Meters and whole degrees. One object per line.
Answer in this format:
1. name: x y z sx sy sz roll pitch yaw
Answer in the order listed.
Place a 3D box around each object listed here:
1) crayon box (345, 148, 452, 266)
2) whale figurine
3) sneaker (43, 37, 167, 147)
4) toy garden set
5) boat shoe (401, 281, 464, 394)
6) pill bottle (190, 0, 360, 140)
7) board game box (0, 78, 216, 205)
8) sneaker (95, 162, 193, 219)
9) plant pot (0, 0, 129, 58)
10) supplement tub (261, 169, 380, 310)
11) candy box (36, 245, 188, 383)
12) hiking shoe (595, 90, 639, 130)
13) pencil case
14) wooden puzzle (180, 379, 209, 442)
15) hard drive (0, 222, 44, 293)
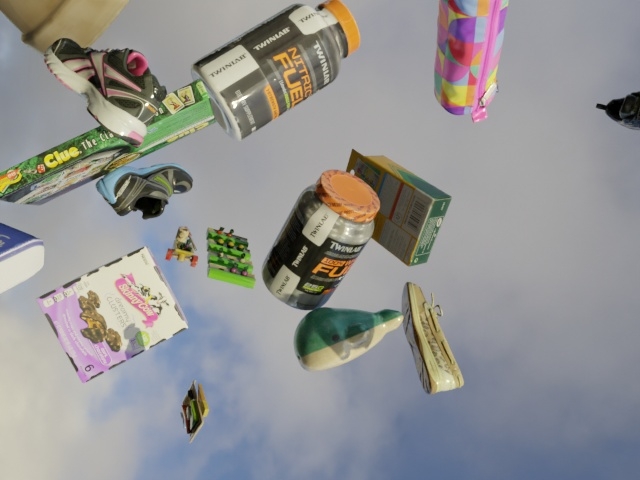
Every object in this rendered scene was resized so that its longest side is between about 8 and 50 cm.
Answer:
1. crayon box: 0.191 -0.101 1.527 0.323 0.083 0.203 40 -54 38
2. whale figurine: 0.061 0.211 1.323 0.141 0.271 0.216 66 -21 8
3. sneaker: -0.216 -0.170 0.576 0.178 0.072 0.077 42 -88 26
4. toy garden set: -0.256 0.012 1.302 0.244 0.203 0.049 -117 -133 -63
5. boat shoe: 0.263 0.230 1.340 0.105 0.089 0.286 96 -14 -59
6. pill bottle: -0.059 -0.266 0.827 0.245 0.131 0.130 -36 -137 -12
7. board game box: -0.253 -0.114 0.672 0.030 0.259 0.136 63 -7 -2
8. sneaker: -0.253 -0.070 0.819 0.067 0.188 0.078 -27 -89 22
9. plant pot: -0.427 -0.476 0.815 0.323 0.280 0.323 -25 -133 31
10. supplement tub: 0.000 0.000 1.306 0.316 0.193 0.194 -59 -136 35
11. candy box: -0.356 0.124 0.961 0.165 0.196 0.070 64 -13 -6
12. hiking shoe: 0.674 -0.257 1.120 0.227 0.114 0.086 -149 -115 -71
13. pencil case: 0.212 -0.280 0.771 0.104 0.236 0.105 -5 -121 9
14. wooden puzzle: -0.191 0.252 0.812 0.116 0.014 0.079 -63 -143 37
15. hard drive: -0.443 -0.005 0.465 0.318 0.210 0.040 20 -64 10
